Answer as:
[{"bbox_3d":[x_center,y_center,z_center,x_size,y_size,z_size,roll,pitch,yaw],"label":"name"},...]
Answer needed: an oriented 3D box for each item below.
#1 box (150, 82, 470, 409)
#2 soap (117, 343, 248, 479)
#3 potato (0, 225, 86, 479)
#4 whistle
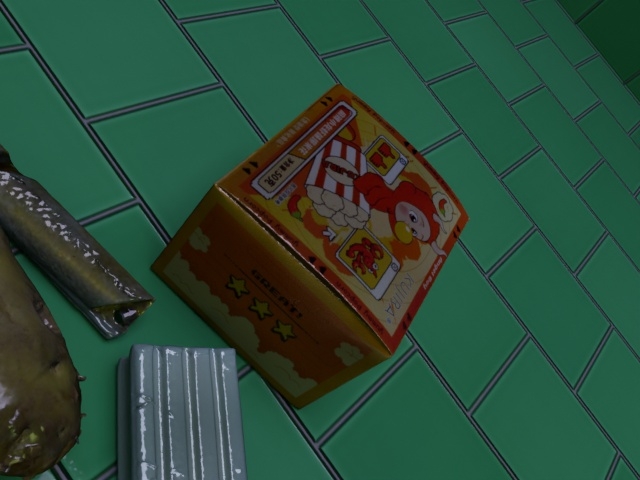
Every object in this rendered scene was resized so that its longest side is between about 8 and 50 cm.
[{"bbox_3d":[0.000,0.000,0.780,0.259,0.214,0.283,46,44,-6],"label":"box"},{"bbox_3d":[-0.140,0.208,0.634,0.118,0.066,0.198,9,57,-31],"label":"soap"},{"bbox_3d":[-0.323,0.080,0.531,0.296,0.141,0.191,48,28,1],"label":"potato"},{"bbox_3d":[-0.313,-0.028,0.668,0.068,0.057,0.326,-44,93,-1],"label":"whistle"}]
